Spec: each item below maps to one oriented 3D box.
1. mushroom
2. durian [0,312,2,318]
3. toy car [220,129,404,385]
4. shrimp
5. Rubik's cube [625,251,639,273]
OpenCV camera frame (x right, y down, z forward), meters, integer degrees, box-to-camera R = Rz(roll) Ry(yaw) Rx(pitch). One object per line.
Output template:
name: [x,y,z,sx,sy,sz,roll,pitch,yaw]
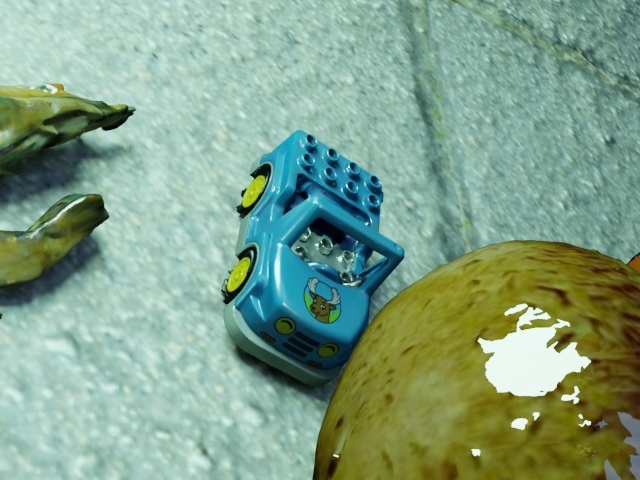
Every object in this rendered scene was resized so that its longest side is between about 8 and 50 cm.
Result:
mushroom: [0.154,0.192,0.713,0.356,0.334,0.331,26,39,-7]
durian: [-0.239,0.103,0.601,0.078,0.140,0.224,7,43,23]
toy car: [0.000,0.000,0.910,0.097,0.100,0.191,31,43,-24]
shrimp: [-0.196,-0.042,0.803,0.254,0.059,0.145,-7,63,-46]
Rubik's cube: [0.327,0.110,1.044,0.184,0.182,0.187,34,39,-13]
